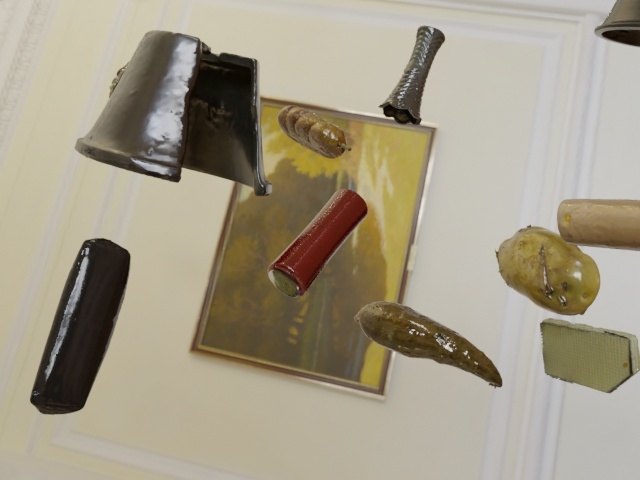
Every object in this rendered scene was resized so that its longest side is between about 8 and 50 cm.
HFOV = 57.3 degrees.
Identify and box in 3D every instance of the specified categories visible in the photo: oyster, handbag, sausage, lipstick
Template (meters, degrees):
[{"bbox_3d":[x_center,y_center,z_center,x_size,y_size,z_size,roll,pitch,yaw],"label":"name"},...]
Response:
[{"bbox_3d":[-0.453,-0.395,1.424,0.105,0.056,0.177,94,-159,-63],"label":"oyster"},{"bbox_3d":[-0.351,0.126,0.860,0.223,0.080,0.247,-19,55,64],"label":"handbag"},{"bbox_3d":[0.390,-0.009,0.601,0.065,0.301,0.066,-4,-84,-37],"label":"sausage"},{"bbox_3d":[0.000,0.000,1.056,0.241,0.080,0.080,-49,-26,-36],"label":"lipstick"}]

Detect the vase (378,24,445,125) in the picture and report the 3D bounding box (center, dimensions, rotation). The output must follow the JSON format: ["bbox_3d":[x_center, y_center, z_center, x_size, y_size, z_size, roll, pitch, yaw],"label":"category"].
[{"bbox_3d":[0.242,-0.420,1.483,0.115,0.115,0.237,56,-124,-77],"label":"vase"}]

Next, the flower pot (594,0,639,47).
[{"bbox_3d":[0.699,-0.483,1.196,0.235,0.235,0.148,-44,-36,-75],"label":"flower pot"}]

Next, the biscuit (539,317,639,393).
[{"bbox_3d":[0.633,0.271,1.380,0.252,0.052,0.150,2,103,64],"label":"biscuit"}]

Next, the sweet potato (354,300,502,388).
[{"bbox_3d":[0.272,0.258,1.517,0.130,0.422,0.130,-43,-36,-44],"label":"sweet potato"}]

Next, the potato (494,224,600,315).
[{"bbox_3d":[0.515,0.058,1.357,0.300,0.140,0.173,-127,38,-65],"label":"potato"}]

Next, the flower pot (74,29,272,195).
[{"bbox_3d":[-0.257,-0.247,1.123,0.379,0.379,0.251,-33,-44,-78],"label":"flower pot"}]

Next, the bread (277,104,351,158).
[{"bbox_3d":[-0.010,-0.322,1.740,0.084,0.344,0.124,-43,-47,-12],"label":"bread"}]
